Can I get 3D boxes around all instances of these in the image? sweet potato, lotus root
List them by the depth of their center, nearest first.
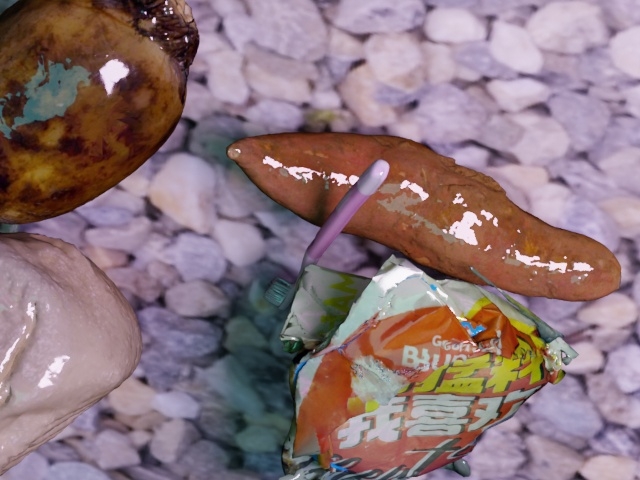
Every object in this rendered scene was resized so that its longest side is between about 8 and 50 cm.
[{"bbox_3d":[-0.222,-0.108,1.220,0.314,0.141,0.169,-38,120,7],"label":"lotus root"},{"bbox_3d":[0.086,-0.029,1.245,0.354,0.106,0.095,19,103,-10],"label":"sweet potato"}]

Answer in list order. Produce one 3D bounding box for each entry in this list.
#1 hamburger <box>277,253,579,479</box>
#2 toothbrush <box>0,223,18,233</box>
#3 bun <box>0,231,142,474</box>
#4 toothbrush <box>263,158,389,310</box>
[{"bbox_3d":[0.058,0.111,1.267,0.260,0.150,0.276,6,136,-40],"label":"hamburger"},{"bbox_3d":[-0.264,-0.099,1.307,0.018,0.024,0.257,22,114,21],"label":"toothbrush"},{"bbox_3d":[-0.295,0.090,1.257,0.281,0.281,0.205,-33,96,18],"label":"bun"},{"bbox_3d":[0.000,0.000,1.219,0.025,0.020,0.286,28,151,-5],"label":"toothbrush"}]
